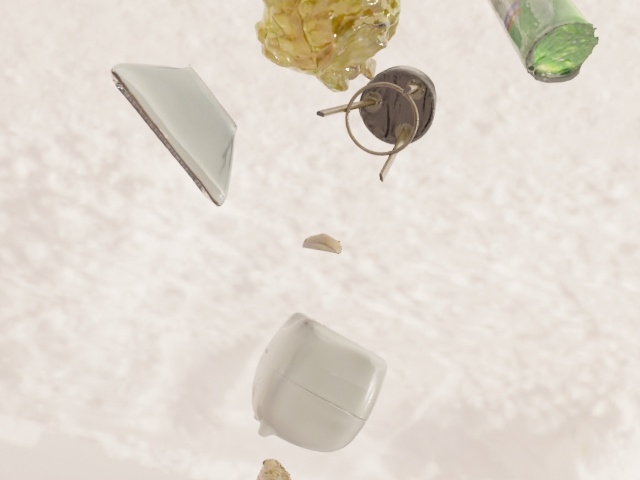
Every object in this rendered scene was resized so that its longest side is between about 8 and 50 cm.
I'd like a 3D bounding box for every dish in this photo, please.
[{"bbox_3d":[-0.149,-0.136,1.281,0.182,0.080,0.243,51,175,-10],"label":"dish"}]

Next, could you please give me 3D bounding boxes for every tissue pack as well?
[{"bbox_3d":[-0.014,0.283,2.211,0.229,0.236,0.333,28,177,-4],"label":"tissue pack"}]

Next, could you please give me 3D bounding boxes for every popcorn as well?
[{"bbox_3d":[0.021,-0.345,1.799,0.192,0.233,0.266,34,157,44],"label":"popcorn"}]

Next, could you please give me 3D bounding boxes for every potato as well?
[{"bbox_3d":[0.001,-0.001,2.303,0.093,0.037,0.036,10,155,35],"label":"potato"}]

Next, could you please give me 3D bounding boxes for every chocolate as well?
[{"bbox_3d":[0.273,-0.348,1.585,0.110,0.291,0.110,-14,141,-11],"label":"chocolate"}]

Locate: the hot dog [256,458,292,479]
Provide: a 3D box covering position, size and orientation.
[{"bbox_3d":[-0.056,0.380,1.493,0.068,0.083,0.289,12,-162,-9],"label":"hot dog"}]

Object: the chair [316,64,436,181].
[{"bbox_3d":[0.076,-0.136,1.289,0.104,0.095,0.221,-10,-166,16],"label":"chair"}]
